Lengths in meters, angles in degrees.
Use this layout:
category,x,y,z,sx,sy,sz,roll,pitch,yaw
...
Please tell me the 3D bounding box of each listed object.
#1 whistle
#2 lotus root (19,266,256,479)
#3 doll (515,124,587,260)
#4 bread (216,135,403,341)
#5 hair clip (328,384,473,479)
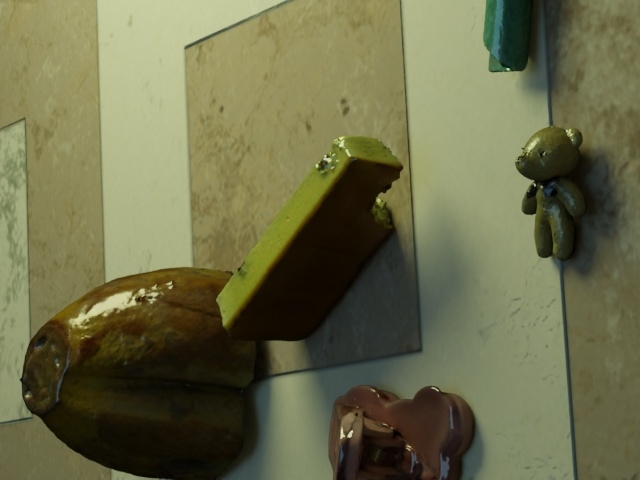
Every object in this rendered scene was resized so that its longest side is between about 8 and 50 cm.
category,x,y,z,sx,sy,sz,roll,pitch,yaw
whistle,0.146,-0.220,1.405,0.039,0.039,0.186,7,92,54
lotus root,-0.169,0.118,1.689,0.199,0.180,0.188,-42,51,44
doll,0.174,-0.036,1.362,0.061,0.051,0.093,4,119,53
bread,0.000,0.000,1.543,0.226,0.088,0.049,-52,45,36
hair clip,0.059,0.168,1.495,0.138,0.102,0.123,-128,47,-84
